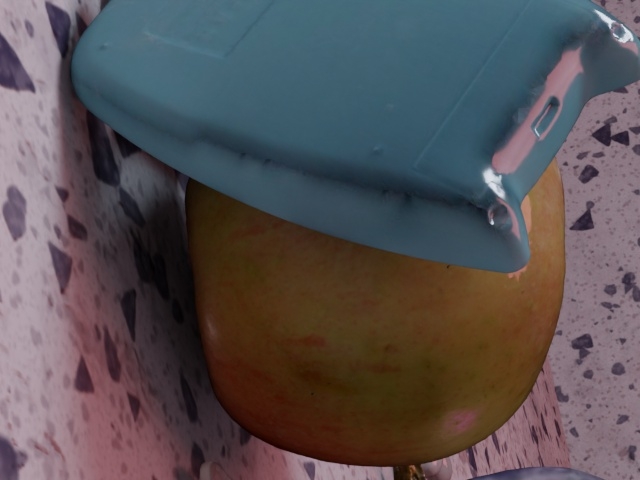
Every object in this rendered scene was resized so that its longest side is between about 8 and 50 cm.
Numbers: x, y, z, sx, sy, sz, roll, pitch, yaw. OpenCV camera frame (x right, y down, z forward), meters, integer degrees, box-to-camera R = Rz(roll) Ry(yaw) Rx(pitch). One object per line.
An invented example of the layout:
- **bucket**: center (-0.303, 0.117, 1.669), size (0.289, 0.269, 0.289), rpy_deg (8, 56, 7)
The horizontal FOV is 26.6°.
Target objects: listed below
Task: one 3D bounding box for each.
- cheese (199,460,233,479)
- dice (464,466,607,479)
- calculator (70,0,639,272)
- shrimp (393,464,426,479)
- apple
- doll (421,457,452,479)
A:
- **cheese**: center (-0.035, 0.241, 1.031), size (0.255, 0.050, 0.127), rpy_deg (55, 26, -49)
- **dice**: center (0.209, 0.406, 1.333), size (0.270, 0.270, 0.271), rpy_deg (-85, 155, -56)
- **calculator**: center (0.006, -0.129, 0.924), size (0.256, 0.386, 0.054), rpy_deg (-54, 151, -26)
- **shrimp**: center (0.120, 0.324, 1.535), size (0.115, 0.051, 0.217), rpy_deg (-91, 160, -63)
- **apple**: center (0.033, 0.015, 1.032), size (0.319, 0.277, 0.319), rpy_deg (-178, -90, -81)
- **doll**: center (0.121, 0.229, 1.618), size (0.160, 0.059, 0.161), rpy_deg (1, 74, -74)
